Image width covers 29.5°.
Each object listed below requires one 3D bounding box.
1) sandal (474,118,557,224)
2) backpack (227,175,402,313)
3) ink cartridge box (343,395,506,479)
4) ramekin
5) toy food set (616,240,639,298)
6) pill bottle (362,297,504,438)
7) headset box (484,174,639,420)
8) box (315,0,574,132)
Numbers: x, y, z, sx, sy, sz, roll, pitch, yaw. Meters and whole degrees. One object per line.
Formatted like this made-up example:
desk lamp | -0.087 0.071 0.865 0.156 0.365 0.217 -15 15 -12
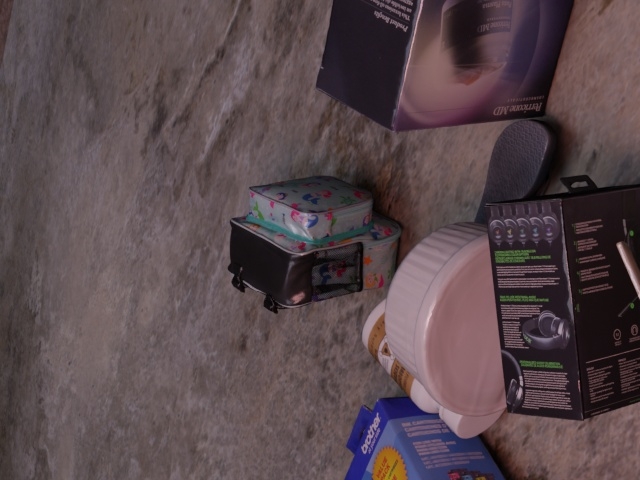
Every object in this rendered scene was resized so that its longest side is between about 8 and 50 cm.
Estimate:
sandal | 0.281 -0.077 1.745 0.097 0.054 0.254 58 148 33
backpack | 0.000 0.000 1.955 0.225 0.253 0.191 26 113 48
ink cartridge box | 0.158 0.424 1.876 0.395 0.151 0.270 -118 39 -48
ramekin | 0.210 0.098 1.688 0.127 0.273 0.273 28 119 50
toy food set | 0.445 0.048 1.431 0.071 0.218 0.128 -28 71 34
pill bottle | 0.177 0.189 1.860 0.229 0.131 0.131 47 131 36
headset box | 0.344 0.058 1.520 0.131 0.246 0.283 -3 96 52
box | 0.181 -0.316 1.620 0.183 0.296 0.294 37 126 42
